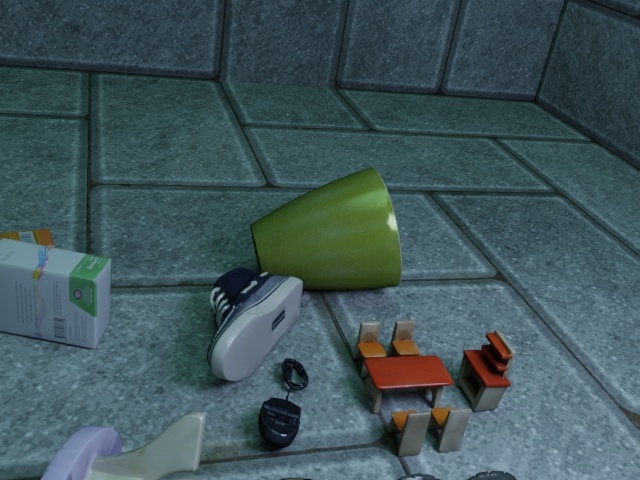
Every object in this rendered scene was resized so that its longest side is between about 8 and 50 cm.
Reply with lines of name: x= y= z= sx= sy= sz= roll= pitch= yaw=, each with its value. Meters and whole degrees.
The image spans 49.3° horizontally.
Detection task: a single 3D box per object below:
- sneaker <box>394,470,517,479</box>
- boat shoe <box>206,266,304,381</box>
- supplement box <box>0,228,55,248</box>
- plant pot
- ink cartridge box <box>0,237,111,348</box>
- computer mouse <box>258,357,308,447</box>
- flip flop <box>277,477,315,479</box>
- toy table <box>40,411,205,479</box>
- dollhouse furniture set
sneaker: x=0.183 y=0.410 z=0.995 sx=0.286 sy=0.109 sz=0.130 roll=-2 pitch=37 yaw=-16
boat shoe: x=-0.165 y=0.152 z=1.348 sx=0.158 sy=0.127 sz=0.340 roll=13 pitch=20 yaw=19
supplement box: x=-0.670 y=0.036 z=1.425 sx=0.233 sy=0.078 sz=0.080 roll=-7 pitch=36 yaw=-27
plant pot: x=0.000 y=0.000 z=1.553 sx=0.293 sy=0.275 sz=0.275 roll=-12 pitch=32 yaw=-7
ink cartridge box: x=-0.502 y=0.097 z=1.284 sx=0.212 sy=0.154 sz=0.093 roll=9 pitch=28 yaw=0
computer mouse: x=-0.063 y=0.283 z=1.219 sx=0.071 sy=0.041 sz=0.242 roll=20 pitch=22 yaw=0
flip flop: x=-0.056 y=0.417 z=0.938 sx=0.112 sy=0.080 sz=0.277 roll=9 pitch=13 yaw=8
toy table: x=-0.240 y=0.332 z=0.873 sx=0.160 sy=0.252 sz=0.274 roll=8 pitch=8 yaw=2
dollhouse furniture set: x=0.209 y=0.239 z=1.273 sx=0.259 sy=0.135 sz=0.262 roll=0 pitch=30 yaw=-17
